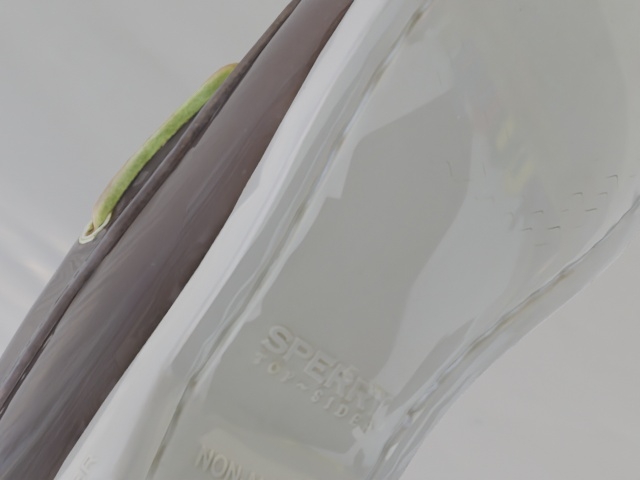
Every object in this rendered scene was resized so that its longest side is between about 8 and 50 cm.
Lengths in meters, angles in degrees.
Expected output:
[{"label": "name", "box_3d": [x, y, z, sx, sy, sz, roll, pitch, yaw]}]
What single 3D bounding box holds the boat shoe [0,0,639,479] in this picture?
[{"label": "boat shoe", "box_3d": [0.000, 0.000, 0.399, 0.116, 0.324, 0.096, 40, 171, -38]}]
